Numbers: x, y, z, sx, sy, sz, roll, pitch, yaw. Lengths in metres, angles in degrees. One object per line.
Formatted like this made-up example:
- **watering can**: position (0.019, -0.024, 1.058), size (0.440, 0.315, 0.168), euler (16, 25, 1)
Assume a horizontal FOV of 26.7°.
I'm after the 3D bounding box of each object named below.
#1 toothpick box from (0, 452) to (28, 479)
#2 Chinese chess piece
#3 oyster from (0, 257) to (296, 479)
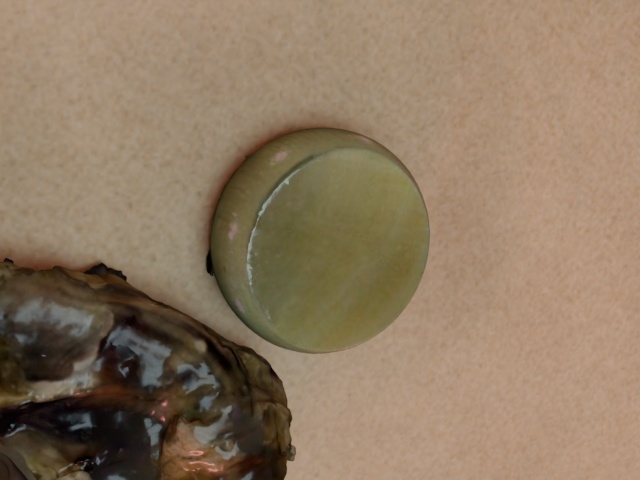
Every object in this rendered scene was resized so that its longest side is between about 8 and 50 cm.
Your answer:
- **toothpick box**: position (-0.176, 0.226, 0.802), size (0.111, 0.111, 0.181), euler (-38, 117, -12)
- **Chinese chess piece**: position (0.000, 0.000, 0.856), size (0.144, 0.058, 0.144), euler (-9, 109, -27)
- **oyster**: position (-0.107, 0.119, 0.807), size (0.294, 0.094, 0.166), euler (37, 78, -37)
